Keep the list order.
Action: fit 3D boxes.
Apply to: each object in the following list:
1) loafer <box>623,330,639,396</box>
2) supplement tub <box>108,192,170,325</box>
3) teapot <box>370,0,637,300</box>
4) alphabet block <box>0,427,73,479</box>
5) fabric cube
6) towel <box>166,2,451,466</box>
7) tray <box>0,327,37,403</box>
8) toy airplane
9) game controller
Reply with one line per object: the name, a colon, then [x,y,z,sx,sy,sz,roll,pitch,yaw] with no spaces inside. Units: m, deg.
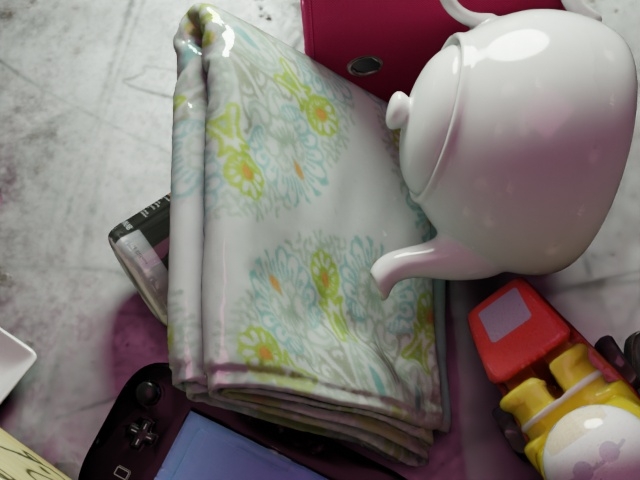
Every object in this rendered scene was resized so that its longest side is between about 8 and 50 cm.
loafer: [0.335,0.158,1.117,0.062,0.061,0.170,-14,65,-3]
supplement tub: [-0.107,-0.008,1.187,0.190,0.117,0.117,-33,68,-11]
teapot: [0.151,-0.102,1.039,0.187,0.252,0.256,14,47,-7]
alphabet block: [-0.309,0.275,1.013,0.197,0.192,0.193,31,85,15]
fabric cube: [0.103,-0.291,1.232,0.258,0.254,0.259,-4,65,-1]
towel: [0.000,0.000,1.080,0.090,0.320,0.374,-20,60,34]
tray: [-0.414,0.185,1.162,0.145,0.030,0.270,31,71,17]
toy airplane: [0.253,0.220,0.936,0.384,0.272,0.386,8,72,29]
game controller: [-0.067,0.242,1.098,0.319,0.067,0.166,24,69,14]
